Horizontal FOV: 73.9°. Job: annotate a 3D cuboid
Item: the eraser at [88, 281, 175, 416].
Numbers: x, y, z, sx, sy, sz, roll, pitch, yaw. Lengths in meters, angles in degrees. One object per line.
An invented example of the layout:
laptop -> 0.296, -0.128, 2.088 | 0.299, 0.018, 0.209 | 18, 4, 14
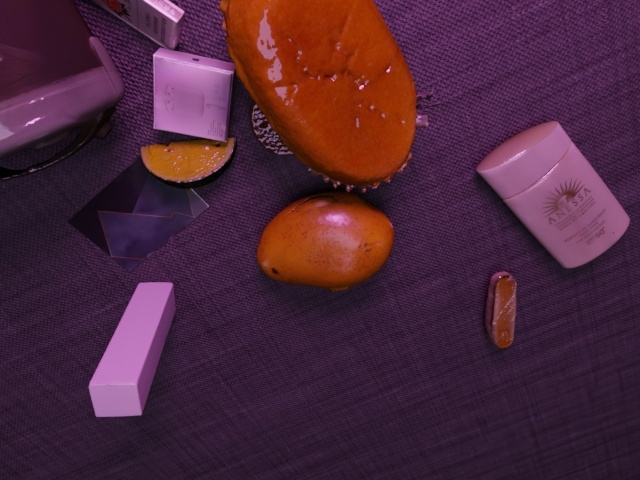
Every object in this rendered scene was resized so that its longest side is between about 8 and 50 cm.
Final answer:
eraser -> -0.352, 0.195, 0.829 | 0.076, 0.298, 0.078 | 1, 118, -7

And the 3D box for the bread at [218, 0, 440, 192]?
bread -> 0.013, -0.249, 0.671 | 0.236, 0.183, 0.389 | -40, 117, 11

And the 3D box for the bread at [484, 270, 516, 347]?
bread -> 0.434, 0.166, 1.034 | 0.073, 0.053, 0.214 | -11, 114, -5

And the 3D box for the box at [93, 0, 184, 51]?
box -> -0.310, -0.379, 0.656 | 0.199, 0.109, 0.029 | 30, 77, -19

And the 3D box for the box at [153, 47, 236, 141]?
box -> -0.221, -0.251, 0.745 | 0.130, 0.051, 0.130 | 9, 126, -10

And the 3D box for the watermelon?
watermelon -> -0.245, -0.138, 0.796 | 0.182, 0.075, 0.091 | -5, 112, -4

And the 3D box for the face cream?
face cream -> 0.494, -0.095, 0.893 | 0.349, 0.081, 0.173 | 40, 106, -22

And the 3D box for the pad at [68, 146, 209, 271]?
pad -> -0.370, -0.054, 0.868 | 0.243, 0.004, 0.163 | -37, 114, 12

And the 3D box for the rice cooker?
rice cooker -> -0.479, -0.245, 0.584 | 0.336, 0.335, 0.325 | -20, 117, 4

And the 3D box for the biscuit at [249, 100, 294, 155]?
biscuit -> -0.048, -0.270, 0.774 | 0.180, 0.039, 0.236 | 14, 114, -17

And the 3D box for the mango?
mango -> 0.000, 0.000, 0.856 | 0.291, 0.159, 0.190 | -15, 124, 12
